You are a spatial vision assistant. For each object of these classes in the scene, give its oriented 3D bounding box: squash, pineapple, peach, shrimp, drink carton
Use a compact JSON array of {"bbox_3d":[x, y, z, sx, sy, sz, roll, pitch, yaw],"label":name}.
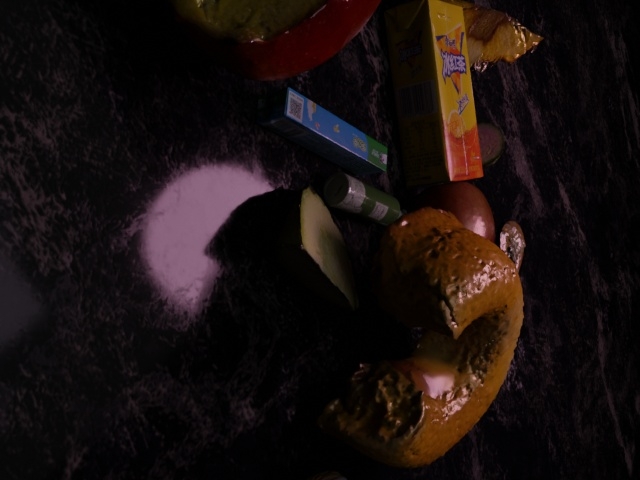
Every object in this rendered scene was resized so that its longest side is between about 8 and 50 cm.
[{"bbox_3d":[0.379,-0.205,1.533,0.132,0.105,0.105,23,68,-66],"label":"squash"},{"bbox_3d":[-0.021,0.011,1.049,0.192,0.085,0.184,54,21,-39],"label":"squash"},{"bbox_3d":[0.350,-0.446,1.493,0.140,0.249,0.164,-83,-174,-64],"label":"pineapple"},{"bbox_3d":[-0.059,-0.360,0.881,0.338,0.281,0.281,-41,118,-44],"label":"peach"},{"bbox_3d":[0.471,0.037,1.643,0.099,0.041,0.180,25,69,-45],"label":"shrimp"},{"bbox_3d":[0.229,-0.290,1.332,0.154,0.111,0.351,-12,95,-50],"label":"drink carton"}]

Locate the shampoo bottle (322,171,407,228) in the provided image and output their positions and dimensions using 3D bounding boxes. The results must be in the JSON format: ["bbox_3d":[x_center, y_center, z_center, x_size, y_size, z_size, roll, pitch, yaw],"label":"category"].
[{"bbox_3d":[0.088,-0.062,1.183,0.204,0.065,0.065,19,73,-48],"label":"shampoo bottle"}]

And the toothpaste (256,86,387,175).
[{"bbox_3d":[0.010,-0.172,1.094,0.266,0.065,0.050,21,68,-47],"label":"toothpaste"}]

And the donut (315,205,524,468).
[{"bbox_3d":[0.203,0.172,1.099,0.377,0.163,0.435,-6,117,-46],"label":"donut"}]

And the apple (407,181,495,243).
[{"bbox_3d":[0.244,-0.022,1.276,0.181,0.181,0.168,-1,80,-50],"label":"apple"}]

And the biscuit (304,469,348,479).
[{"bbox_3d":[0.003,0.469,1.045,0.208,0.049,0.181,-53,126,-36],"label":"biscuit"}]
